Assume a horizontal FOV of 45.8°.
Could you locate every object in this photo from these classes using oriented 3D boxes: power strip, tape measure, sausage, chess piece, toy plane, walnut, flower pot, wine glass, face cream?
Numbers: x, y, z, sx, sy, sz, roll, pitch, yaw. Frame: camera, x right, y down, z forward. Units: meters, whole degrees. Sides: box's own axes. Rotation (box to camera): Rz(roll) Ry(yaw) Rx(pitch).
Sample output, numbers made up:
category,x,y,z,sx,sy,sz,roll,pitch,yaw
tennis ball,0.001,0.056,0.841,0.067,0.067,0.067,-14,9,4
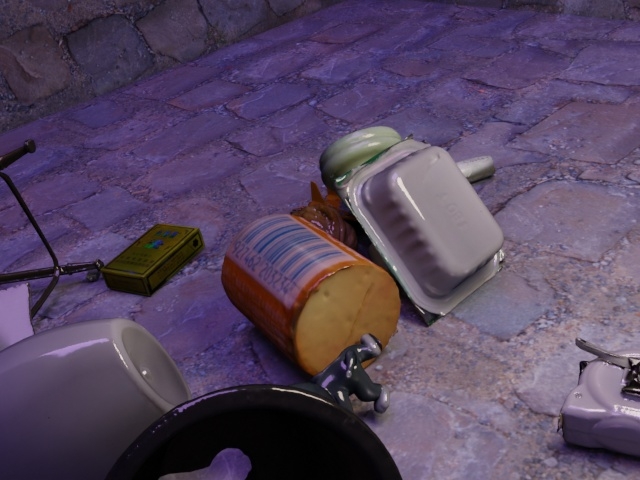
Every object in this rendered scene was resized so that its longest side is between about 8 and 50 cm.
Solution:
category,x,y,z,sx,sy,sz,roll,pitch,yaw
power strip,-0.558,0.077,1.869,0.027,0.017,0.083,-11,29,6
tape measure,0.461,0.230,1.115,0.196,0.105,0.178,1,32,26
sausage,-0.026,0.095,1.415,0.233,0.233,0.287,-27,32,-23
chess piece,0.128,-0.069,1.584,0.195,0.194,0.299,-17,69,-7
toy plane,0.096,-0.050,1.751,0.204,0.103,0.316,-26,41,-34
walnut,0.000,0.000,1.650,0.155,0.155,0.184,-23,32,-17
flower pot,-0.090,0.332,0.968,0.379,0.379,0.251,-18,9,-9
wine glass,0.312,-0.159,1.880,0.262,0.074,0.074,-15,30,-6
face cream,-0.398,0.282,1.158,0.357,0.312,0.219,-31,40,5

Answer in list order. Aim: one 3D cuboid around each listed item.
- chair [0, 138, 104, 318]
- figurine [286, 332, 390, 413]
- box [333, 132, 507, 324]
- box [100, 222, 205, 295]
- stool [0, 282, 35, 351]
category,x,y,z,sx,sy,sz,roll,pitch,yaw
chair,-0.792,0.058,1.670,0.410,0.364,0.362,-11,33,17
figurine,0.017,0.262,1.208,0.265,0.140,0.193,-46,57,-10
box,0.222,-0.047,1.466,0.264,0.336,0.106,-33,-3,-30
box,-0.400,0.041,1.823,0.141,0.064,0.220,6,36,30
stool,-0.593,0.230,1.342,0.270,0.243,0.170,-18,63,-9
